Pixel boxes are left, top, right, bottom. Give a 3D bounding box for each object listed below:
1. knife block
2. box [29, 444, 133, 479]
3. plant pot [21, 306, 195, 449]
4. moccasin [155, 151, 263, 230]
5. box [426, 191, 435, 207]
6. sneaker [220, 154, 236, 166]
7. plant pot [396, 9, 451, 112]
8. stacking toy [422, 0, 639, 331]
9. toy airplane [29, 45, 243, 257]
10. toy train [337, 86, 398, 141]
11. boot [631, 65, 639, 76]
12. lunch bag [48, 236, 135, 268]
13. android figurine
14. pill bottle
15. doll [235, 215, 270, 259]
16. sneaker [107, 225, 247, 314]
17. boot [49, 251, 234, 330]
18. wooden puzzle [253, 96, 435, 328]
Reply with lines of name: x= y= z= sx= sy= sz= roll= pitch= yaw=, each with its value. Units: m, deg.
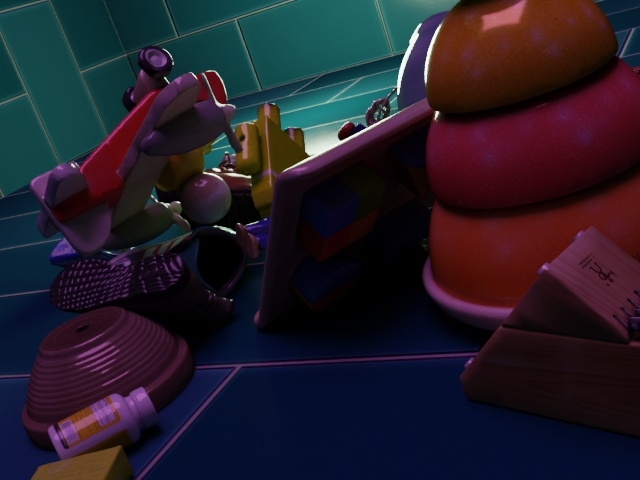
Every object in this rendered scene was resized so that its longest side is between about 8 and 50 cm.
knife block: x=0.277 y=0.120 z=0.684 sx=0.088 sy=0.242 sz=0.276 roll=-32 pitch=-22 yaw=-36
box: x=-0.266 y=0.284 z=0.788 sx=0.109 sy=0.042 sz=0.178 roll=-16 pitch=19 yaw=11
plant pot: x=-0.298 y=0.164 z=1.056 sx=0.237 sy=0.110 sz=0.237 roll=-17 pitch=20 yaw=6
moccasin: x=-0.205 y=-0.104 z=1.670 sx=0.380 sy=0.139 sz=0.147 roll=-2 pitch=24 yaw=41
box: x=0.185 y=-0.094 z=1.277 sx=0.105 sy=0.043 sz=0.179 roll=-14 pitch=-10 yaw=16
sneaker: x=-0.174 y=-0.172 z=1.965 sx=0.063 sy=0.075 sz=0.170 roll=-27 pitch=-12 yaw=37
plant pot: x=0.261 y=-0.247 z=1.455 sx=0.293 sy=0.293 sz=0.196 roll=1 pitch=54 yaw=47
stacking toy: x=0.235 y=-0.169 z=0.881 sx=0.350 sy=0.480 sz=0.350 roll=-17 pitch=19 yaw=6
toy airplane: x=-0.277 y=-0.108 z=1.292 sx=0.384 sy=0.272 sz=0.386 roll=-54 pitch=7 yaw=8
toy train: x=0.099 y=-0.196 z=1.545 sx=0.248 sy=0.105 sz=0.143 roll=-55 pitch=-7 yaw=20
boot: x=0.410 y=-0.189 z=1.138 sx=0.283 sy=0.109 sz=0.220 roll=-8 pitch=13 yaw=6
lunch bag: x=-0.490 y=0.012 z=1.693 sx=0.128 sy=0.096 sz=0.151 roll=-13 pitch=10 yaw=18
android figurine: x=-0.065 y=-0.104 z=1.391 sx=0.056 sy=0.248 sz=0.273 roll=-20 pitch=58 yaw=24
pill bottle: x=-0.251 y=0.219 z=0.920 sx=0.116 sy=0.065 sz=0.065 roll=-26 pitch=20 yaw=-20
doll: x=-0.030 y=-0.029 z=1.174 sx=0.189 sy=0.046 sz=0.129 roll=-17 pitch=33 yaw=-23
sneaker: x=-0.242 y=0.058 z=1.294 sx=0.295 sy=0.124 sz=0.178 roll=-26 pitch=10 yaw=-22
boot: x=-0.265 y=0.096 z=1.169 sx=0.246 sy=0.161 sz=0.083 roll=-6 pitch=58 yaw=22
wooden puzzle: x=0.065 y=-0.030 z=1.067 sx=0.322 sy=0.348 sz=0.080 roll=-31 pitch=66 yaw=-30
